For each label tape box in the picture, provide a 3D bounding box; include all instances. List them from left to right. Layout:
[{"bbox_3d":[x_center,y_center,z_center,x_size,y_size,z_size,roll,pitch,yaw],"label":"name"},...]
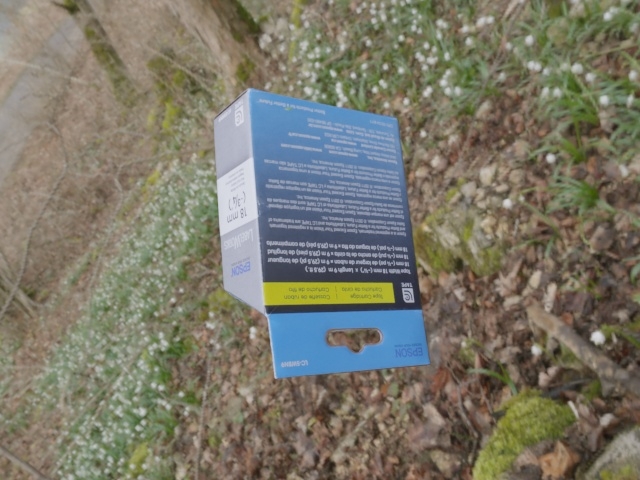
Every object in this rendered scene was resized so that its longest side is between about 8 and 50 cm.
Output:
[{"bbox_3d":[0.000,0.000,0.845,0.105,0.240,0.334,-21,70,52],"label":"label tape box"}]
